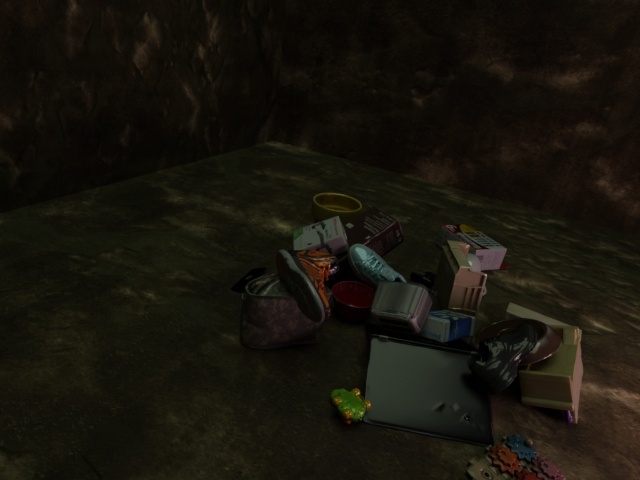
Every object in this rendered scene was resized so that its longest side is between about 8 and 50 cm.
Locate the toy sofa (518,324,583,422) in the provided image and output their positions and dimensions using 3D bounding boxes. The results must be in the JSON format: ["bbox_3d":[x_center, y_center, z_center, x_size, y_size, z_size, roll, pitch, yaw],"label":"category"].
[{"bbox_3d":[0.795,0.443,1.452,0.150,0.177,0.362,-4,15,36],"label":"toy sofa"}]

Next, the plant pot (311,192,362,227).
[{"bbox_3d":[0.071,-0.091,2.174,0.253,0.239,0.254,6,26,-3],"label":"plant pot"}]

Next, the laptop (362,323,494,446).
[{"bbox_3d":[0.331,0.448,1.409,0.381,0.237,0.408,10,-3,2],"label":"laptop"}]

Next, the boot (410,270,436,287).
[{"bbox_3d":[0.491,0.171,1.993,0.121,0.045,0.099,28,33,21],"label":"boot"}]

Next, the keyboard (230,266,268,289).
[{"bbox_3d":[-0.287,0.169,1.785,0.100,0.038,0.192,-6,20,25],"label":"keyboard"}]

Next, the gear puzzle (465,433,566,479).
[{"bbox_3d":[0.476,0.608,1.086,0.338,0.044,0.175,-10,34,-34],"label":"gear puzzle"}]

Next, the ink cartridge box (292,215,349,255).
[{"bbox_3d":[0.000,0.000,1.827,0.219,0.093,0.160,-19,37,7],"label":"ink cartridge box"}]

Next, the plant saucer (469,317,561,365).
[{"bbox_3d":[0.679,0.349,1.512,0.310,0.050,0.310,-19,7,2],"label":"plant saucer"}]

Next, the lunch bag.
[{"bbox_3d":[-0.136,0.235,1.447,0.286,0.235,0.169,-2,33,-22],"label":"lunch bag"}]

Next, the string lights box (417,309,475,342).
[{"bbox_3d":[0.446,0.308,1.546,0.133,0.077,0.259,8,1,42],"label":"string lights box"}]

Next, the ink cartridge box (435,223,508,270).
[{"bbox_3d":[0.831,0.031,2.291,0.271,0.130,0.309,-2,27,-22],"label":"ink cartridge box"}]

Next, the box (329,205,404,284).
[{"bbox_3d":[0.164,0.021,1.904,0.381,0.143,0.191,-36,38,-13],"label":"box"}]

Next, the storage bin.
[{"bbox_3d":[0.579,0.169,1.784,0.123,0.261,0.262,5,26,2],"label":"storage bin"}]

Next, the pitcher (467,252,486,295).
[{"bbox_3d":[0.716,0.163,2.018,0.177,0.125,0.207,34,41,5],"label":"pitcher"}]

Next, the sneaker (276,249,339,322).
[{"bbox_3d":[-0.005,0.118,1.337,0.180,0.125,0.321,-7,39,-26],"label":"sneaker"}]

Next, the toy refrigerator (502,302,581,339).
[{"bbox_3d":[0.857,0.355,1.666,0.269,0.102,0.094,22,29,25],"label":"toy refrigerator"}]

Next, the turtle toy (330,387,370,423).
[{"bbox_3d":[0.077,0.472,1.221,0.095,0.066,0.130,-10,31,-33],"label":"turtle toy"}]

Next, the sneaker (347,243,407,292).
[{"bbox_3d":[0.257,0.138,1.690,0.135,0.150,0.366,-36,77,-26],"label":"sneaker"}]

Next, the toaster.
[{"bbox_3d":[0.279,0.229,1.447,0.226,0.129,0.146,3,50,35],"label":"toaster"}]

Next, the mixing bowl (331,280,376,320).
[{"bbox_3d":[0.127,0.248,1.661,0.181,0.098,0.181,6,27,-3],"label":"mixing bowl"}]

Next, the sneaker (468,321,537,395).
[{"bbox_3d":[0.568,0.337,1.317,0.130,0.109,0.286,41,55,17],"label":"sneaker"}]
